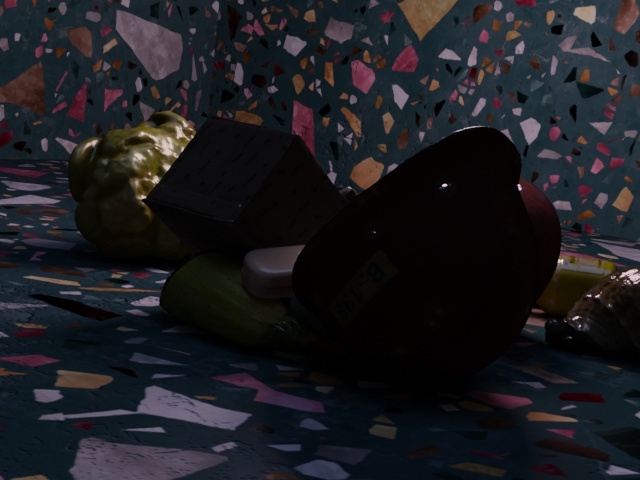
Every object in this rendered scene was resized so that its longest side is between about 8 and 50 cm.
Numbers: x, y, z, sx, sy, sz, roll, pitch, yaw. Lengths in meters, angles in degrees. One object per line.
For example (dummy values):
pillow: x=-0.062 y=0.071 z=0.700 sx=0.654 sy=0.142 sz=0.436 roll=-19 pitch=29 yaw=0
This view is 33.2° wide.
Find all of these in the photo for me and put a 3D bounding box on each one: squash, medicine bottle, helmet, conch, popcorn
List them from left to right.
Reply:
popcorn: x=-0.341 y=-0.105 z=2.202 sx=0.293 sy=0.292 sz=0.334 roll=13 pitch=14 yaw=12
squash: x=-0.123 y=0.094 z=1.589 sx=0.137 sy=0.137 sz=0.287 roll=0 pitch=14 yaw=-39
helmet: x=0.168 y=0.062 z=1.450 sx=0.337 sy=0.385 sz=0.230 roll=1 pitch=50 yaw=-43
medicine bottle: x=0.459 y=0.086 z=2.083 sx=0.212 sy=0.122 sz=0.122 roll=8 pitch=9 yaw=12
conch: x=0.531 y=0.116 z=1.816 sx=0.291 sy=0.159 sz=0.210 roll=6 pitch=9 yaw=8

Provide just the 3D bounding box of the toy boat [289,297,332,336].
toy boat: x=0.053 y=0.107 z=1.677 sx=0.207 sy=0.134 sz=0.079 roll=2 pitch=51 yaw=-22

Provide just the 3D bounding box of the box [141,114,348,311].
box: x=-0.092 y=-0.031 z=1.754 sx=0.225 sy=0.190 sz=0.297 roll=16 pitch=-25 yaw=42

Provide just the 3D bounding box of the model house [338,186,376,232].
model house: x=0.064 y=0.001 z=1.988 sx=0.122 sy=0.229 sz=0.188 roll=30 pitch=-15 yaw=-20

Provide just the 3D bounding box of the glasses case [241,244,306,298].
glasses case: x=-0.019 y=0.042 z=1.573 sx=0.196 sy=0.050 sz=0.083 roll=-4 pitch=34 yaw=-25

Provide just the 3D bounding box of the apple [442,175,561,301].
apple: x=0.247 y=0.015 z=1.840 sx=0.344 sy=0.269 sz=0.345 roll=12 pitch=26 yaw=-6

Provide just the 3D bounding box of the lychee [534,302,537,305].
lychee: x=0.442 y=0.103 z=2.175 sx=0.083 sy=0.068 sz=0.067 roll=14 pitch=52 yaw=28
